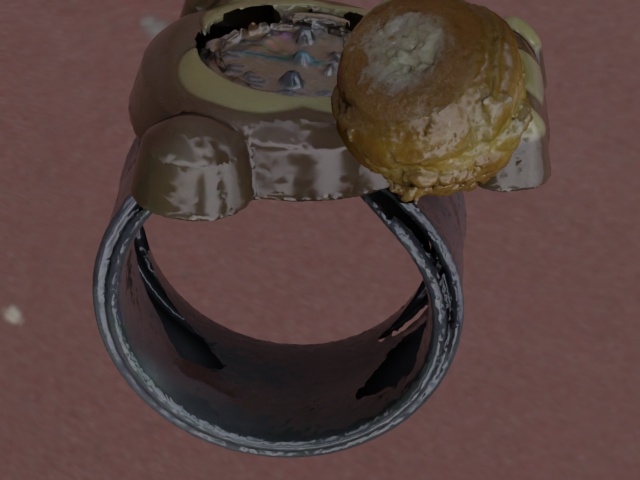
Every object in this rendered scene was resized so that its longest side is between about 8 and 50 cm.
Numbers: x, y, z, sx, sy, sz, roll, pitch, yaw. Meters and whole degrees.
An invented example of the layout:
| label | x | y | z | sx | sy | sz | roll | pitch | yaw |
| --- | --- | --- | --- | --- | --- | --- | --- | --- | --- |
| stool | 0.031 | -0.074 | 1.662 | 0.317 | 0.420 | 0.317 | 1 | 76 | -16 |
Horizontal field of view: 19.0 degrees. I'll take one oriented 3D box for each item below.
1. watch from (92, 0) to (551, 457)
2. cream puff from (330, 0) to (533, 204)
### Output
| label | x | y | z | sx | sy | sz | roll | pitch | yaw |
| --- | --- | --- | --- | --- | --- | --- | --- | --- | --- |
| watch | 0.000 | 0.000 | 1.468 | 0.335 | 0.314 | 0.327 | 3 | 120 | 1 |
| cream puff | 0.074 | -0.089 | 1.219 | 0.126 | 0.144 | 0.103 | -27 | 139 | 8 |
